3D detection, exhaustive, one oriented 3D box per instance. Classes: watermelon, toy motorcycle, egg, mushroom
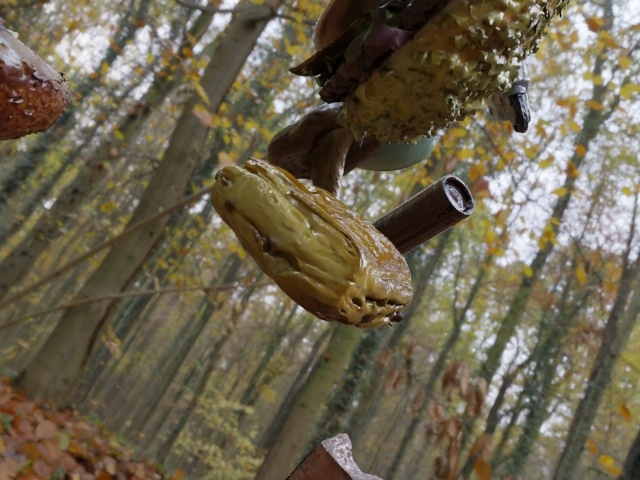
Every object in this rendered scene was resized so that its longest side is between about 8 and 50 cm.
[{"bbox_3d":[0.046,0.459,1.277,0.148,0.226,0.318,-11,11,-37],"label":"watermelon"},{"bbox_3d":[0.288,-0.261,1.188,0.074,0.229,0.151,-14,-63,6],"label":"toy motorcycle"},{"bbox_3d":[0.101,-0.210,1.348,0.230,0.168,0.168,13,-19,-4],"label":"egg"},{"bbox_3d":[0.002,-0.081,1.112,0.148,0.218,0.227,11,-21,-25],"label":"mushroom"}]

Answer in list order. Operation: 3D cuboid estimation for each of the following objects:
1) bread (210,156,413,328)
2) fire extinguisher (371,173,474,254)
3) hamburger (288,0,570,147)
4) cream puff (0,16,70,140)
[{"bbox_3d":[0.000,0.000,0.877,0.235,0.099,0.210,46,13,30],"label":"bread"},{"bbox_3d":[0.191,-0.030,1.679,0.344,0.138,0.102,-34,-87,41],"label":"fire extinguisher"},{"bbox_3d":[0.102,-0.180,0.571,0.138,0.243,0.261,44,-61,-7],"label":"hamburger"},{"bbox_3d":[-0.454,-0.222,0.970,0.240,0.164,0.240,46,-4,4],"label":"cream puff"}]
